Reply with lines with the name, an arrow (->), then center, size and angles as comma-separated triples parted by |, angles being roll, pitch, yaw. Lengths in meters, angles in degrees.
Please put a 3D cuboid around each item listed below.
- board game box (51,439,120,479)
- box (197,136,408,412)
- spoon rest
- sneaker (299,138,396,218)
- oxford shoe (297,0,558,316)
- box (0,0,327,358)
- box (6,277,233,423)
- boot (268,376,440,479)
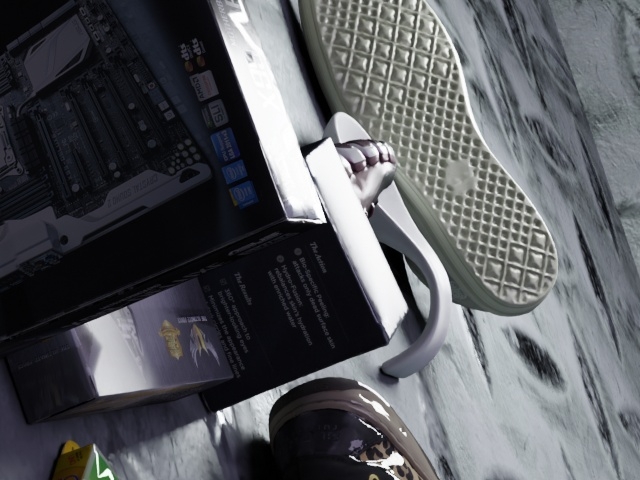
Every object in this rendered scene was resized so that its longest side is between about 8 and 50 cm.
board game box -> -0.137, 0.235, 1.202 | 0.124, 0.039, 0.259 | 60, 17, -25
box -> -0.039, 0.026, 1.527 | 0.156, 0.158, 0.093 | 65, 18, -8
spoon rest -> 0.068, -0.004, 1.993 | 0.137, 0.084, 0.276 | 23, 48, -66
sneaker -> 0.000, 0.000, 1.792 | 0.281, 0.106, 0.163 | -11, 84, -61
oxford shoe -> 0.099, -0.109, 2.161 | 0.449, 0.169, 0.130 | 60, -24, 2
box -> -0.162, -0.108, 1.198 | 0.076, 0.242, 0.307 | 3, 66, -71
box -> -0.154, 0.025, 1.362 | 0.183, 0.056, 0.231 | 69, 18, 8
boot -> 0.082, 0.316, 1.555 | 0.377, 0.138, 0.284 | 54, 21, -26
